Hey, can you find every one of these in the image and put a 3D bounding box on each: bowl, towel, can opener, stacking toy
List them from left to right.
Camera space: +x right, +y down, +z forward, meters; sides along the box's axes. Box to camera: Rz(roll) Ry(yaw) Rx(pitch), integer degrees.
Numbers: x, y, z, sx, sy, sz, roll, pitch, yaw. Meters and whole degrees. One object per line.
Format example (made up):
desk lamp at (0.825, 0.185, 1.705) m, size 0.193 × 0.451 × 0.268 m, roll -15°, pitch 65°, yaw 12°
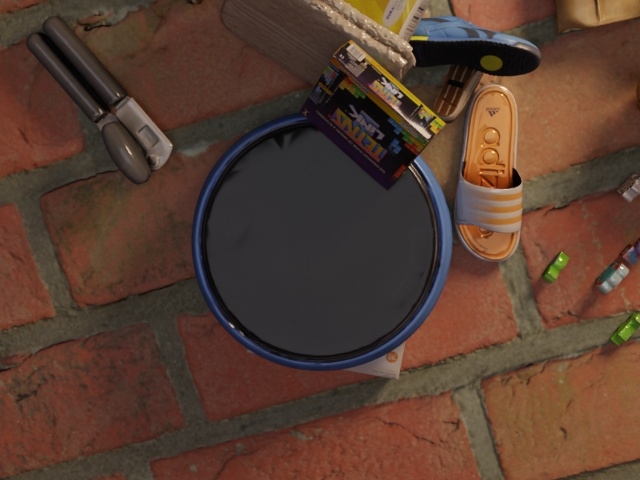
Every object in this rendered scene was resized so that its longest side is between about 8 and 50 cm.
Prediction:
can opener at (-0.329, -0.211, 1.485) m, size 0.074 × 0.093 × 0.280 m, roll -39°, pitch 91°, yaw 12°
towel at (-0.008, -0.288, 1.394) m, size 0.282 × 0.187 × 0.049 m, roll 33°, pitch 67°, yaw -2°
bowl at (0.000, 0.000, 1.467) m, size 0.391 × 0.077 × 0.391 m, roll 0°, pitch 90°, yaw 2°
stacking toy at (0.463, 0.030, 1.486) m, size 0.167 × 0.052 × 0.221 m, roll 40°, pitch 102°, yaw -4°

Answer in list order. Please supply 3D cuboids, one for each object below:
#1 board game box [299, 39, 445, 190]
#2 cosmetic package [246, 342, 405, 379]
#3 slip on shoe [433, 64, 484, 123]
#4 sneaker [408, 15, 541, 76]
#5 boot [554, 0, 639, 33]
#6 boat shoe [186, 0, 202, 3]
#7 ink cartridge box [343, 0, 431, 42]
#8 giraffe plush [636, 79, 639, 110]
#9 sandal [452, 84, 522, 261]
board game box at (0.066, -0.167, 1.354) m, size 0.170 × 0.048 × 0.141 m, roll 42°, pitch 147°, yaw 3°
cosmetic package at (0.012, 0.142, 1.540) m, size 0.239 × 0.060 × 0.099 m, roll 10°, pitch 103°, yaw 3°
slip on shoe at (0.211, -0.232, 1.460) m, size 0.051 × 0.041 × 0.135 m, roll 23°, pitch 85°, yaw 25°
sneaker at (0.212, -0.287, 1.416) m, size 0.209 × 0.082 × 0.069 m, roll 9°, pitch 147°, yaw 17°
boot at (0.324, -0.422, 1.388) m, size 0.236 × 0.089 × 0.269 m, roll -12°, pitch 102°, yaw 7°
boat shoe at (-0.204, -0.416, 1.450) m, size 0.049 × 0.056 × 0.152 m, roll -9°, pitch 91°, yaw 11°
ink cartridge box at (0.061, -0.476, 1.359) m, size 0.307 × 0.072 × 0.304 m, roll 32°, pitch 107°, yaw 11°
giraffe plush at (0.567, -0.221, 1.378) m, size 0.210 × 0.181 × 0.170 m, roll 29°, pitch 95°, yaw -10°
sandal at (0.246, -0.094, 1.465) m, size 0.102 × 0.076 × 0.265 m, roll -1°, pitch 101°, yaw 5°
